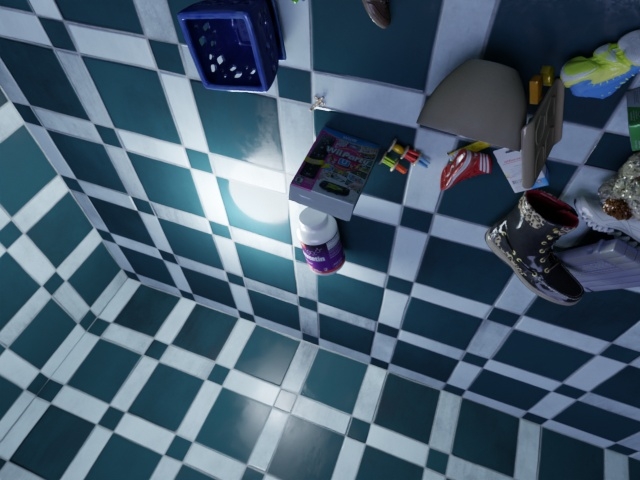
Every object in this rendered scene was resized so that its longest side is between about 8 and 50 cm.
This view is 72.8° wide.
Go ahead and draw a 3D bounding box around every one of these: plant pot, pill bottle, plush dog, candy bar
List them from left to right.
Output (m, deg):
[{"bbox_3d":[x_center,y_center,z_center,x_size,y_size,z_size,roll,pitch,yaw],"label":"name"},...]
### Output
[{"bbox_3d":[-0.237,-0.598,1.283,0.236,0.212,0.235,11,142,20],"label":"plant pot"},{"bbox_3d":[0.000,0.000,1.940,0.182,0.181,0.322,9,142,23],"label":"pill bottle"},{"bbox_3d":[0.479,-0.294,1.396,0.040,0.018,0.162,45,142,-22],"label":"candy bar"},{"bbox_3d":[0.424,-0.368,1.158,0.284,0.284,0.190,19,109,10],"label":"plant pot"},{"bbox_3d":[0.888,-0.140,1.155,0.263,0.225,0.210,-1,137,34],"label":"plush dog"}]

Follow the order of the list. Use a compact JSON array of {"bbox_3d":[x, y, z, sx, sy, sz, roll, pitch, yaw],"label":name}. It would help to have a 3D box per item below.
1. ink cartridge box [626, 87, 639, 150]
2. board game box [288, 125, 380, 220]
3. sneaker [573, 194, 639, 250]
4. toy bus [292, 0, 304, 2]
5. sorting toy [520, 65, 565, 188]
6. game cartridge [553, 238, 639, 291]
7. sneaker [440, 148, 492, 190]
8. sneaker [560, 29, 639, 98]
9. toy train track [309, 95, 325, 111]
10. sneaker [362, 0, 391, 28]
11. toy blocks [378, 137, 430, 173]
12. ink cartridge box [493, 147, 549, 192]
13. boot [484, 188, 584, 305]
[{"bbox_3d":[0.853,-0.309,1.023,0.209,0.153,0.086,-6,135,39],"label":"ink cartridge box"},{"bbox_3d":[0.051,-0.235,1.493,0.224,0.303,0.097,20,145,7],"label":"board game box"},{"bbox_3d":[0.921,-0.072,1.347,0.292,0.110,0.118,26,135,-10],"label":"sneaker"},{"bbox_3d":[0.019,-0.674,1.077,0.105,0.202,0.191,27,139,-28],"label":"toy bus"},{"bbox_3d":[0.575,-0.317,1.135,0.041,0.229,0.307,20,149,39],"label":"sorting toy"},{"bbox_3d":[0.950,0.089,1.476,0.230,0.068,0.355,32,166,-3],"label":"game cartridge"},{"bbox_3d":[0.487,-0.218,1.434,0.128,0.086,0.221,8,165,-4],"label":"sneaker"},{"bbox_3d":[0.719,-0.417,1.046,0.240,0.091,0.126,-7,154,36],"label":"sneaker"},{"bbox_3d":[-0.015,-0.465,1.489,0.048,0.014,0.083,38,144,-17],"label":"toy train track"},{"bbox_3d":[0.144,-0.641,1.113,0.071,0.066,0.188,-11,132,40],"label":"sneaker"},{"bbox_3d":[0.293,-0.274,1.509,0.148,0.054,0.123,29,145,-5],"label":"toy blocks"},{"bbox_3d":[0.620,-0.240,1.339,0.104,0.061,0.181,-13,130,42],"label":"ink cartridge box"},{"bbox_3d":[0.751,0.022,1.437,0.377,0.138,0.284,49,155,23],"label":"boot"}]
